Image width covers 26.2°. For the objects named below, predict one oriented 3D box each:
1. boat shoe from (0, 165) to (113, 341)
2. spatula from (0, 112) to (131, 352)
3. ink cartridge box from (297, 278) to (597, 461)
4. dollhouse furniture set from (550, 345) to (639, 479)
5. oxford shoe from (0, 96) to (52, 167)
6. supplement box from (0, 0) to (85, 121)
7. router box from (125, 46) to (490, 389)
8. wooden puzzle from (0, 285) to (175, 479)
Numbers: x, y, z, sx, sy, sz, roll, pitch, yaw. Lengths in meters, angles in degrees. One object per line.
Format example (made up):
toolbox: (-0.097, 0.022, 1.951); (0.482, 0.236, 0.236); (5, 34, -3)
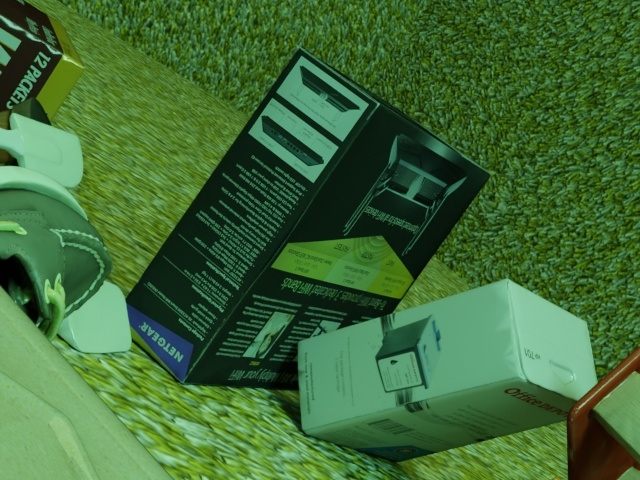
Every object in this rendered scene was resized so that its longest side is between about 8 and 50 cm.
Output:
boat shoe: (-0.179, 0.029, 0.646); (0.091, 0.109, 0.305); (37, 13, 15)
spatula: (-0.196, -0.011, 0.863); (0.242, 0.019, 0.168); (17, 58, -68)
ink cartridge box: (0.099, 0.106, 1.063); (0.139, 0.190, 0.082); (27, 50, -50)
dollhouse furniture set: (0.213, 0.176, 1.008); (0.135, 0.262, 0.259); (38, -26, 36)
oxford shoe: (-0.227, -0.024, 0.959); (0.212, 0.076, 0.076); (-103, 173, -60)
supplement box: (-0.318, -0.160, 1.135); (0.194, 0.129, 0.191); (32, 8, -23)
router box: (0.000, 0.000, 1.098); (0.081, 0.243, 0.309); (38, 7, 21)
wooden puzzle: (-0.179, 0.036, 0.367); (0.322, 0.080, 0.348); (48, 9, 5)
